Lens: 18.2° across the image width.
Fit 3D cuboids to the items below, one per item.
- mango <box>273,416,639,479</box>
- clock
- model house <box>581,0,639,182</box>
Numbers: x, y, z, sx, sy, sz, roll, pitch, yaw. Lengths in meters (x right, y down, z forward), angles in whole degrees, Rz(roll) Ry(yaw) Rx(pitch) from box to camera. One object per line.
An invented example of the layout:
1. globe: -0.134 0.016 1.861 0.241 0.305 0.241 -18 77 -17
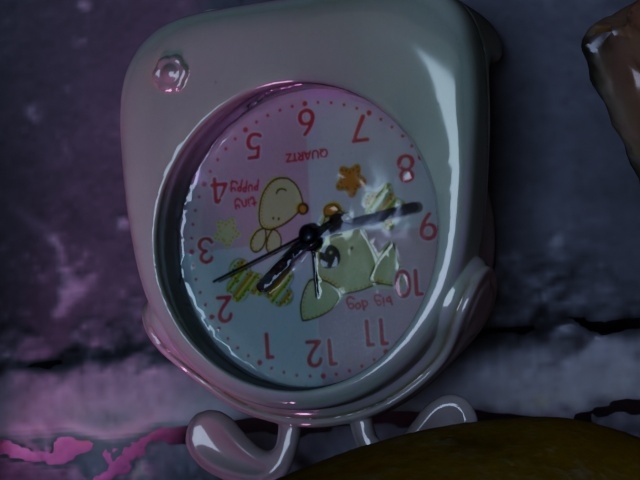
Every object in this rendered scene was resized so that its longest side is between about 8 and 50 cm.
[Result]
1. mango: -0.002 0.188 0.646 0.384 0.221 0.199 -41 99 -27
2. clock: 0.000 0.000 0.787 0.151 0.062 0.191 -5 84 22
3. model house: 0.191 -0.074 0.657 0.166 0.183 0.172 50 143 16
